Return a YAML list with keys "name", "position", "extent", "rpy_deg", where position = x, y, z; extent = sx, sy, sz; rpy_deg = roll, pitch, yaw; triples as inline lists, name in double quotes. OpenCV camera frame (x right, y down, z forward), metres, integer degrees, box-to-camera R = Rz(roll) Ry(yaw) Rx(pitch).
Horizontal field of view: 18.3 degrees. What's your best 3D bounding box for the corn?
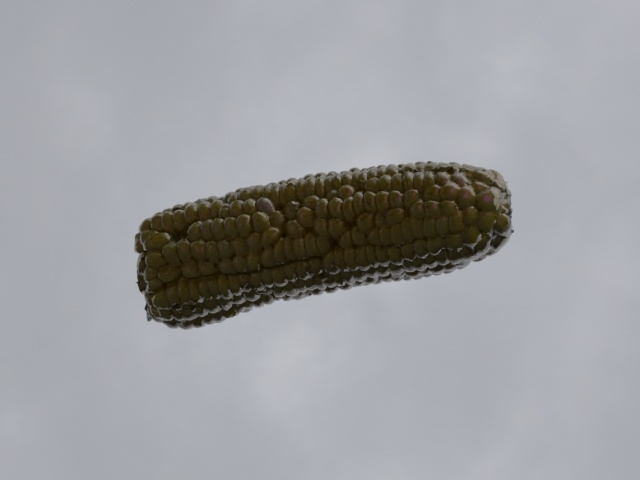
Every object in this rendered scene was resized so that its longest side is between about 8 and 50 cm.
- name: "corn"
  position: [0.000, 0.000, 1.448]
  extent: [0.292, 0.101, 0.101]
  rpy_deg: [-10, -98, 17]
